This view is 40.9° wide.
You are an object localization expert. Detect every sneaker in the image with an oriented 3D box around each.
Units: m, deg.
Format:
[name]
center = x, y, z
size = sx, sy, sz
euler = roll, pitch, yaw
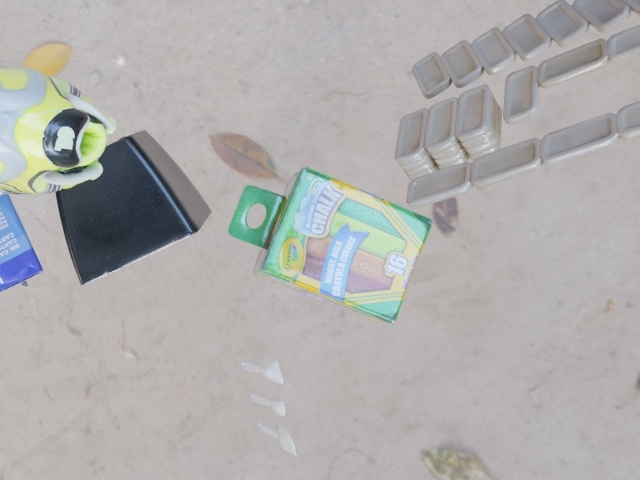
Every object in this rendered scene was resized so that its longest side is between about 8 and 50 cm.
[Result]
[sneaker]
center = -0.288, -0.098, 0.881
size = 0.147, 0.384, 0.145
euler = 16, 95, -6

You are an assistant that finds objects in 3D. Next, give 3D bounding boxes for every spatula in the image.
[spatula]
center = -0.091, 0.276, 1.500
size = 0.019, 0.242, 0.168
euler = -16, 90, -18

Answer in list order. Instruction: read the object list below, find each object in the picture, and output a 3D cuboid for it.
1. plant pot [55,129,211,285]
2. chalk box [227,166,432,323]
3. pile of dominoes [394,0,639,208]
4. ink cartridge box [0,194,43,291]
[plant pot]
center = -0.291, -0.063, 1.287
size = 0.187, 0.188, 0.167
euler = -24, 100, 4
[chalk box]
center = 0.000, 0.000, 1.383
size = 0.289, 0.179, 0.180
euler = 21, 83, -8
[pile of dominoes]
center = 0.181, -0.119, 0.714
size = 0.251, 0.196, 0.040
euler = -17, 133, 31
[ink cartridge box]
center = -0.565, -0.084, 1.298
size = 0.151, 0.270, 0.395
euler = -25, 130, -19
